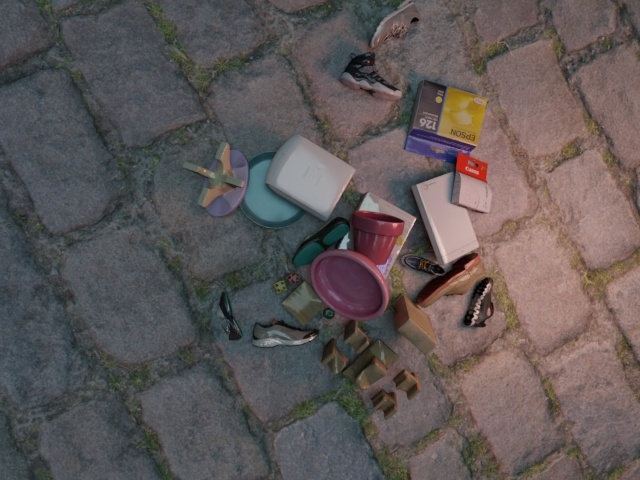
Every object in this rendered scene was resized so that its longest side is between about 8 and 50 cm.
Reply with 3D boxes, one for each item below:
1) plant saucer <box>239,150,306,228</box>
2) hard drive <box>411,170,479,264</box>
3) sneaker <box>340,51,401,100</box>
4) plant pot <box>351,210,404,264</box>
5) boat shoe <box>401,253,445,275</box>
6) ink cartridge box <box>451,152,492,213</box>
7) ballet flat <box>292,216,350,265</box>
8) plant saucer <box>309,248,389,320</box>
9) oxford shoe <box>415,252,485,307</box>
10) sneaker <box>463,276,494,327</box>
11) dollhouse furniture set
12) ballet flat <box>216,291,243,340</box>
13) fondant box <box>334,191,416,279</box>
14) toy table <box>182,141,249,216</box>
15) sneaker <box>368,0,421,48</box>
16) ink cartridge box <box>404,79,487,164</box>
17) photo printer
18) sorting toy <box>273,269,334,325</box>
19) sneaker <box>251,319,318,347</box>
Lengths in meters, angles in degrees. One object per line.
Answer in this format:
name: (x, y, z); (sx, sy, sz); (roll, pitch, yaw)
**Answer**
plant saucer: (-0.187, -0.207, 1.823); (0.318, 0.044, 0.317); (0, 89, -10)
hard drive: (0.539, -0.100, 1.897); (0.233, 0.047, 0.352); (-21, 92, -30)
sneaker: (0.229, -0.697, 1.861); (0.269, 0.101, 0.152); (17, 89, -6)
plant pot: (0.210, -0.008, 1.721); (0.202, 0.201, 0.180); (8, 103, -9)
boat shoe: (0.443, 0.104, 1.896); (0.184, 0.083, 0.065); (18, 87, -8)
ink cartridge box: (0.664, -0.248, 1.917); (0.189, 0.066, 0.232); (13, 87, -27)
ballet flat: (0.000, 0.000, 1.815); (0.281, 0.096, 0.095); (-35, 127, 9)
plant saucer: (0.118, 0.162, 1.720); (0.332, 0.332, 0.084); (48, 46, -6)
oxford shoe: (0.569, 0.198, 1.898); (0.348, 0.123, 0.130); (-34, 100, -7)
sneaker: (0.718, 0.278, 1.943); (0.106, 0.078, 0.234); (22, 90, -11)
dollhouse furniture set: (0.268, 0.444, 1.835); (0.362, 0.256, 0.394); (42, 105, -6)
ballet flat: (-0.376, 0.309, 1.775); (0.074, 0.074, 0.203); (-21, 95, -9)
fondant box: (0.216, -0.004, 1.857); (0.239, 0.096, 0.330); (28, 86, -7)
toy table: (-0.386, -0.234, 1.707); (0.253, 0.161, 0.273); (8, 86, 11)
sneaker: (0.320, -0.904, 1.877); (0.281, 0.105, 0.115); (-45, 96, -7)
ink cartridge box: (0.547, -0.508, 1.929); (0.304, 0.072, 0.306); (13, 85, -9)
photo printer: (-0.049, -0.258, 1.769); (0.308, 0.107, 0.255); (31, 85, -7)
sorting toy: (-0.076, 0.250, 1.832); (0.132, 0.046, 0.274); (-44, 96, -7)
sneaker: (-0.142, 0.373, 1.797); (0.272, 0.100, 0.107); (-1, 84, -9)
